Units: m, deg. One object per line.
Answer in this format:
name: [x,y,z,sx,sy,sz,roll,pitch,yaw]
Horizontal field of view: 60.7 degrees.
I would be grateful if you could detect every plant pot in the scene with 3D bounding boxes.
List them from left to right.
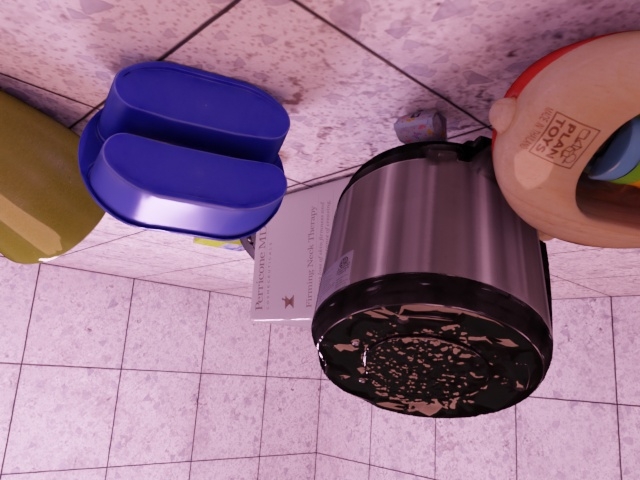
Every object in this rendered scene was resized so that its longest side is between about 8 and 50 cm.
plant pot: [-0.570,-0.144,0.967,0.274,0.275,0.293,-1,151,19]

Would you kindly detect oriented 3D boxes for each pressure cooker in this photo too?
pressure cooker: [0.189,0.037,0.931,0.369,0.421,0.376,-8,135,20]

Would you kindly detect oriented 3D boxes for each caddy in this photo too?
caddy: [-0.207,-0.133,0.885,0.341,0.242,0.179,10,159,-22]

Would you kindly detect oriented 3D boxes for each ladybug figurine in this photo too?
ladybug figurine: [0.411,-0.137,0.730,0.449,0.162,0.305,11,129,-22]

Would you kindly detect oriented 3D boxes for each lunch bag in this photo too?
lunch bag: [0.171,-0.191,0.927,0.071,0.053,0.083,-5,176,32]

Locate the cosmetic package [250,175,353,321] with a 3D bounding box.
cosmetic package: [0.073,0.058,1.402,0.327,0.330,0.393,15,162,-43]

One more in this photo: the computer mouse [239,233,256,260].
computer mouse: [-0.185,0.009,1.592,0.188,0.072,0.272,-14,131,41]

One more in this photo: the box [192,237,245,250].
box: [-0.338,0.000,1.895,0.178,0.043,0.109,12,165,-31]

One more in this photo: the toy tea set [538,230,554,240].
toy tea set: [0.427,-0.094,1.221,0.336,0.124,0.200,-7,134,50]
